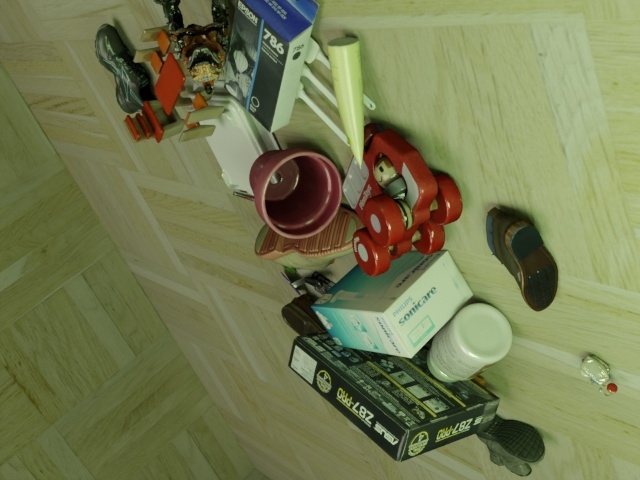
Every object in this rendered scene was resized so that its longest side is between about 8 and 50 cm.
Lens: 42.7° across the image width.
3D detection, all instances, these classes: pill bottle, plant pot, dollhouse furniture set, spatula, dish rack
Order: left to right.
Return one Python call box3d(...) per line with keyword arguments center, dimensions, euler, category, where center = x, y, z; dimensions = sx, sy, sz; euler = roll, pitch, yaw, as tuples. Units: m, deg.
box3d(center=(-0.380, -0.347, 1.995), dimensions=(0.262, 0.135, 0.259), euler=(60, 145, 15), category="dollhouse furniture set")
box3d(center=(-0.211, -0.241, 2.070), dimensions=(0.286, 0.072, 0.332), euler=(14, 139, 50), category="dish rack")
box3d(center=(-0.075, -0.127, 1.883), dimensions=(0.180, 0.201, 0.201), euler=(38, 157, 57), category="plant pot")
box3d(center=(-0.051, 0.118, 2.308), dimensions=(0.084, 0.030, 0.296), euler=(49, 161, -11), category="spatula")
box3d(center=(0.002, -0.311, 1.656), dimensions=(0.242, 0.019, 0.168), euler=(46, 143, 8), category="spatula")
box3d(center=(0.315, 0.233, 1.790), dimensions=(0.131, 0.131, 0.229), euler=(45, 155, 9), category="pill bottle")

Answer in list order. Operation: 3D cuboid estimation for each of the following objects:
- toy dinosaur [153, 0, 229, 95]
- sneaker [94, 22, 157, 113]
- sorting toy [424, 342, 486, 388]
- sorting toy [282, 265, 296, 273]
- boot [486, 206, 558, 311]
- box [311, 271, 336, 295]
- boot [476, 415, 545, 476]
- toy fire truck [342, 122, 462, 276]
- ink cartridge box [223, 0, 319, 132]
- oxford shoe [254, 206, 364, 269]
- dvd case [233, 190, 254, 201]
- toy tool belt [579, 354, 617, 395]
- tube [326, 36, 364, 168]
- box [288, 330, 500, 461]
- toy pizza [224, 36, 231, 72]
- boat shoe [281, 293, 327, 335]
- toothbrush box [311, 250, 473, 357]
box3d(center=(-0.262, -0.422, 1.738), dimensions=(0.322, 0.164, 0.218), euler=(29, 132, 58), category="toy dinosaur")
box3d(center=(-0.530, -0.477, 2.266), dimensions=(0.106, 0.101, 0.267), euler=(5, 133, 27), category="sneaker")
box3d(center=(0.308, 0.359, 2.077), dimensions=(0.307, 0.041, 0.229), euler=(19, 133, 48), category="sorting toy")
box3d(center=(-0.102, 0.050, 2.335), dimensions=(0.102, 0.042, 0.061), euler=(32, 168, 9), category="sorting toy")
box3d(center=(0.372, 0.031, 1.517), dimensions=(0.106, 0.082, 0.219), euler=(53, 171, 53), category="boot")
box3d(center=(0.014, 0.130, 2.269), dimensions=(0.083, 0.018, 0.067), euler=(31, 149, 35), category="box")
box3d(center=(0.478, 0.512, 1.988), dimensions=(0.161, 0.083, 0.246), euler=(55, 162, -23), category="boot")
box3d(center=(0.133, -0.093, 1.631), dimensions=(0.254, 0.169, 0.302), euler=(61, 159, 22), category="toy fire truck")
box3d(center=(-0.108, -0.385, 1.653), dimensions=(0.165, 0.065, 0.332), euler=(46, 147, 19), category="ink cartridge box")
box3d(center=(0.000, 0.000, 2.034), dimensions=(0.147, 0.140, 0.397), euler=(28, 162, -32), category="oxford shoe")
box3d(center=(-0.166, -0.107, 2.180), dimensions=(0.087, 0.013, 0.119), euler=(13, -177, -44), category="dvd case")
box3d(center=(0.536, 0.259, 1.576), dimensions=(0.083, 0.052, 0.051), euler=(46, -174, 16), category="toy tool belt")
box3d(center=(0.056, -0.261, 1.556), dimensions=(0.062, 0.070, 0.240), euler=(13, 126, 34), category="tube")
box3d(center=(0.166, 0.329, 1.909), dimensions=(0.395, 0.318, 0.097), euler=(33, 120, 41), category="box")
box3d(center=(-0.138, -0.367, 1.814), dimensions=(0.201, 0.032, 0.201), euler=(33, 145, 27), category="toy pizza")
box3d(center=(0.030, 0.264, 2.337), dimensions=(0.307, 0.104, 0.110), euler=(43, 145, 17), category="boat shoe")
box3d(center=(0.153, 0.133, 1.818), dimensions=(0.126, 0.216, 0.295), euler=(57, 153, -16), category="toothbrush box")
